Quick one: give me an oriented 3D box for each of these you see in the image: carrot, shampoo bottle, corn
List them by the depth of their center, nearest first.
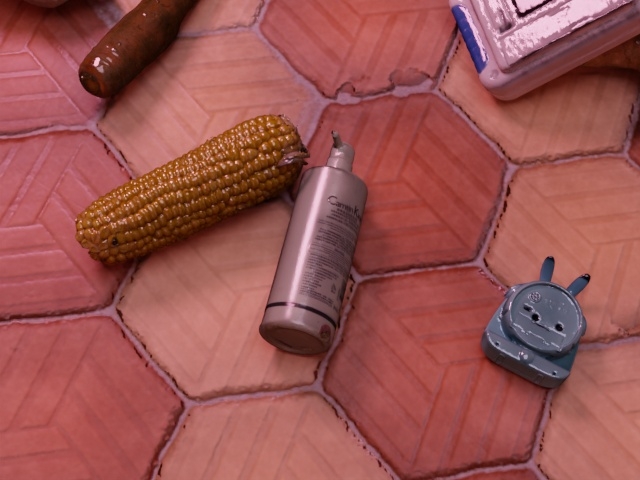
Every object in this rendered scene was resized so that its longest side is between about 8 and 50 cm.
[{"bbox_3d":[0.000,0.000,1.290,0.085,0.085,0.262,14,64,2],"label":"shampoo bottle"},{"bbox_3d":[-0.148,-0.055,1.299,0.293,0.106,0.106,-29,70,-13],"label":"corn"},{"bbox_3d":[-0.197,-0.307,1.434,0.070,0.070,0.342,29,60,9],"label":"carrot"}]

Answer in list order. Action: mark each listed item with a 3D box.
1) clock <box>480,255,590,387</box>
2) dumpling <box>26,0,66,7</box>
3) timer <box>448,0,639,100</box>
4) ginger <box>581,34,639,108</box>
[{"bbox_3d":[0.260,0.090,1.289,0.108,0.045,0.147,27,65,7],"label":"clock"},{"bbox_3d":[-0.367,-0.371,1.434,0.111,0.181,0.155,-43,36,14],"label":"dumpling"},{"bbox_3d":[0.297,-0.307,1.399,0.253,0.078,0.178,-28,66,21],"label":"timer"},{"bbox_3d":[0.435,-0.274,1.411,0.236,0.166,0.375,-1,51,-13],"label":"ginger"}]
